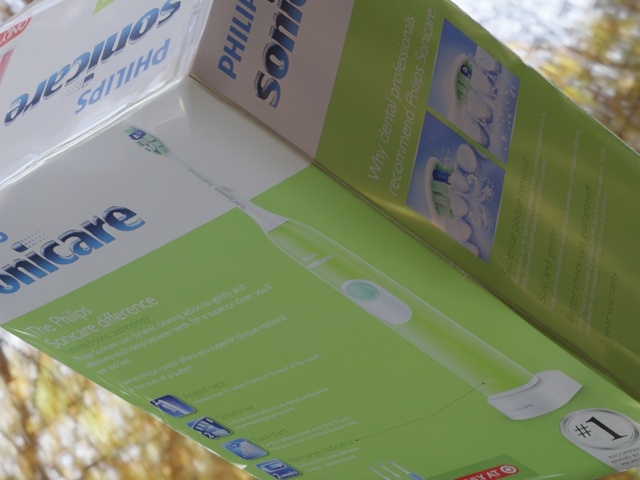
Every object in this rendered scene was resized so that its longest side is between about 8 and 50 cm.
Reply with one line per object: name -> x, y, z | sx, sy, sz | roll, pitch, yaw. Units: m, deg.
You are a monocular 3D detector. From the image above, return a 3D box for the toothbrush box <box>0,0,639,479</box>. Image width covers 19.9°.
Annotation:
toothbrush box -> 0.000, 0.000, 0.769 | 0.283, 0.206, 0.122 | 33, -128, -29
